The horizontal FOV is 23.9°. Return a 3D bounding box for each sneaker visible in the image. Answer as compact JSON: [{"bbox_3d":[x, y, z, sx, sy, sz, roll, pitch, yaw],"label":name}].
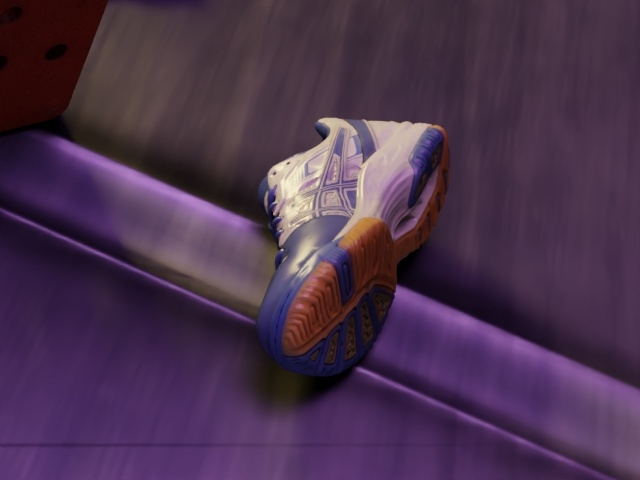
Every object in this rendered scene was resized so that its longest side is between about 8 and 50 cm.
[{"bbox_3d":[0.000,0.000,1.196,0.131,0.112,0.296,12,35,19],"label":"sneaker"}]

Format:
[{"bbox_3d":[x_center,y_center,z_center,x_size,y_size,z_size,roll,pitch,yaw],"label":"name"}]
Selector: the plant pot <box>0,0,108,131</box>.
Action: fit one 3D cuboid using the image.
[{"bbox_3d":[-0.311,-0.222,1.200,0.267,0.267,0.236,-19,64,-37],"label":"plant pot"}]
